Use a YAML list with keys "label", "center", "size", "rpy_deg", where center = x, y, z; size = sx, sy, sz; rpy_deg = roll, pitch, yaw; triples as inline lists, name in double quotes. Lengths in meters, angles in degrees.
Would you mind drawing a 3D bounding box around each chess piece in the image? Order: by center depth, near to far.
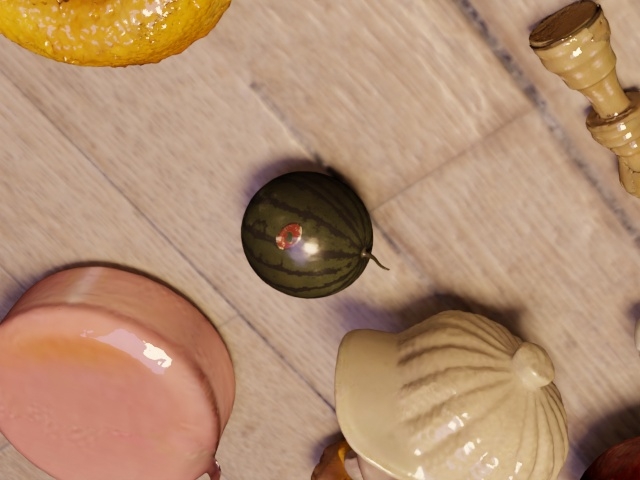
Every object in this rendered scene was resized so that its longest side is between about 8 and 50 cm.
- label: "chess piece"
  center: [0.220, -0.093, 0.723]
  size: [0.060, 0.060, 0.172]
  rpy_deg: [-26, 115, 26]

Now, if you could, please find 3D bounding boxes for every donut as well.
- label: "donut"
  center: [-0.162, -0.243, 0.687]
  size: [0.253, 0.118, 0.254]
  rpy_deg: [3, 108, 9]

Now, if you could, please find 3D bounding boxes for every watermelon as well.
- label: "watermelon"
  center: [0.000, 0.000, 0.798]
  size: [0.133, 0.105, 0.105]
  rpy_deg: [21, 127, 23]

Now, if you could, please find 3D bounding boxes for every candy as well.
- label: "candy"
  center: [-0.199, 0.146, 0.949]
  size: [0.255, 0.094, 0.255]
  rpy_deg: [6, 123, 9]

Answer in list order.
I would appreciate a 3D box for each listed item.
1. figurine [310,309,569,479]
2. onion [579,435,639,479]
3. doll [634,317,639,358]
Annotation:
- label: "figurine"
  center: [0.102, 0.201, 0.887]
  size: [0.204, 0.185, 0.332]
  rpy_deg: [-14, 144, -15]
- label: "onion"
  center: [0.364, 0.261, 0.843]
  size: [0.195, 0.272, 0.272]
  rpy_deg: [-44, 110, -14]
- label: "doll"
  center: [0.353, 0.045, 0.703]
  size: [0.271, 0.144, 0.208]
  rpy_deg: [-29, 157, 25]
